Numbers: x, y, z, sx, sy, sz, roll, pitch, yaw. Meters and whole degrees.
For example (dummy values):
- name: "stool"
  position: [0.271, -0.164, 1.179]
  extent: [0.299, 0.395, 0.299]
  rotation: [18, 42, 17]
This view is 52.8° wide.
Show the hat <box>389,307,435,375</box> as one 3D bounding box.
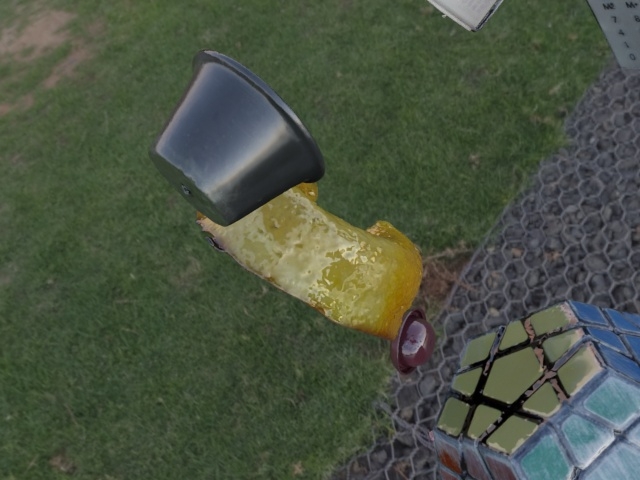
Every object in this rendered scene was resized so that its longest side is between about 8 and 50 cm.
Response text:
- name: "hat"
  position: [0.271, 0.286, 1.804]
  extent: [0.089, 0.205, 0.205]
  rotation: [8, 55, 33]

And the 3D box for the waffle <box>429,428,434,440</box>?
- name: "waffle"
  position: [0.413, 0.478, 1.705]
  extent: [0.221, 0.234, 0.055]
  rotation: [-11, 73, -40]

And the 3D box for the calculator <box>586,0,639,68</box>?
- name: "calculator"
  position: [0.413, -0.312, 0.825]
  extent: [0.161, 0.262, 0.021]
  rotation: [22, 76, 53]

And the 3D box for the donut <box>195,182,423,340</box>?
- name: "donut"
  position: [0.000, 0.000, 1.141]
  extent: [0.435, 0.377, 0.163]
  rotation: [34, 100, -1]

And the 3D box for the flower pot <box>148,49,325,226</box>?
- name: "flower pot"
  position: [-0.129, -0.116, 0.857]
  extent: [0.235, 0.235, 0.148]
  rotation: [32, 73, 36]

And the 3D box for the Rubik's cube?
- name: "Rubik's cube"
  position: [0.275, 0.219, 0.676]
  extent: [0.319, 0.264, 0.319]
  rotation: [19, 26, -10]

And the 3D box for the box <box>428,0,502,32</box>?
- name: "box"
  position: [0.161, -0.382, 0.678]
  extent: [0.251, 0.106, 0.203]
  rotation: [-51, 43, 23]
